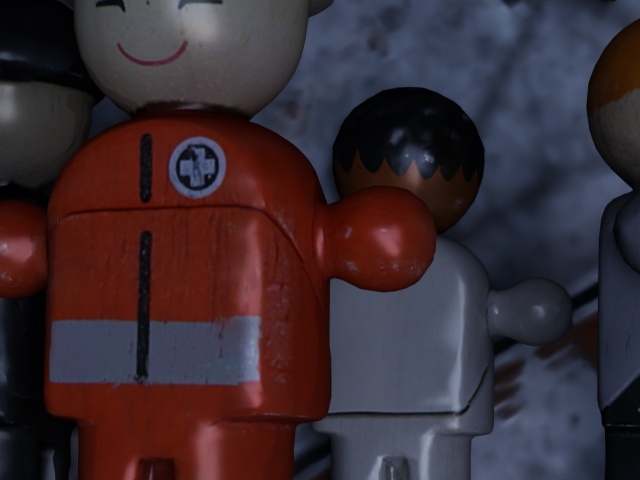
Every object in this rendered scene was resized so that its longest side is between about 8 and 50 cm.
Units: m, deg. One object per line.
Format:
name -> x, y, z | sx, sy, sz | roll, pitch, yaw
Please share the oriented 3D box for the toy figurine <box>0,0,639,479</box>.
toy figurine -> 0.000, 0.000, 0.422 | 0.210, 0.213, 0.148 | 4, 81, -26
